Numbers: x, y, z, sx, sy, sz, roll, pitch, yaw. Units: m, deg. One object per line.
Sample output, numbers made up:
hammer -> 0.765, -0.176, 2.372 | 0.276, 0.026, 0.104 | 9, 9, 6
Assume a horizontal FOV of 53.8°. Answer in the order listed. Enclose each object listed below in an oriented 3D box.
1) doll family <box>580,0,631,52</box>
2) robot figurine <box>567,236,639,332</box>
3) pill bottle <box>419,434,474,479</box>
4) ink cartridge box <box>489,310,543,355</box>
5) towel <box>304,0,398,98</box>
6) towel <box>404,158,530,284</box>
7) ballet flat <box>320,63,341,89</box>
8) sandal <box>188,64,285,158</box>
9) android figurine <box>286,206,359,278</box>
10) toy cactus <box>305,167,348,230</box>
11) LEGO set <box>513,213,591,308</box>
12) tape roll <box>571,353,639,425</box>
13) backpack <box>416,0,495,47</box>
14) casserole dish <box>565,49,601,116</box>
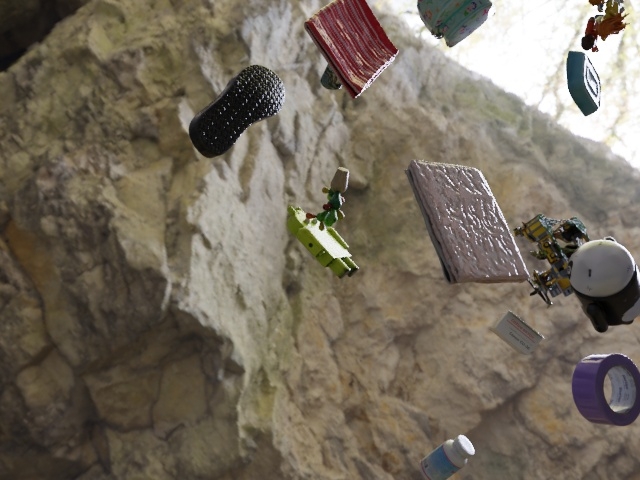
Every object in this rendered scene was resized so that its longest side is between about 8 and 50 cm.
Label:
doll family -> 0.676, -0.580, 1.519 | 0.118, 0.263, 0.163 | -2, -144, 41
robot figurine -> 0.771, 0.121, 1.708 | 0.173, 0.278, 0.209 | -31, -140, 12
pill bottle -> 0.378, 0.653, 1.881 | 0.160, 0.087, 0.087 | -47, -169, 24
ink cartridge box -> 0.542, 0.257, 1.751 | 0.067, 0.115, 0.198 | -50, 166, -1
towel -> 0.078, -0.458, 1.443 | 0.031, 0.199, 0.275 | -24, -160, 39
towel -> 0.369, -0.043, 1.583 | 0.317, 0.332, 0.053 | 1, 153, -43
ballet flat -> 0.062, -0.485, 1.664 | 0.070, 0.070, 0.188 | -91, -161, -70
sandal -> -0.258, -0.393, 1.880 | 0.107, 0.168, 0.446 | -11, -153, 39
android figurine -> 0.000, 0.000, 1.892 | 0.056, 0.273, 0.248 | -46, 164, 16
toy cactus -> 0.035, -0.130, 1.873 | 0.219, 0.112, 0.181 | -59, 167, -69
LEGO set -> 0.702, 0.060, 1.933 | 0.331, 0.255, 0.192 | -8, 154, -47
tape roll -> 0.776, 0.401, 1.704 | 0.189, 0.189, 0.080 | -43, -169, -28
backpack -> 0.412, -0.723, 1.925 | 0.225, 0.191, 0.253 | -36, 167, 14
casserole dish -> 0.607, -0.361, 1.447 | 0.037, 0.188, 0.114 | -4, -109, 38
